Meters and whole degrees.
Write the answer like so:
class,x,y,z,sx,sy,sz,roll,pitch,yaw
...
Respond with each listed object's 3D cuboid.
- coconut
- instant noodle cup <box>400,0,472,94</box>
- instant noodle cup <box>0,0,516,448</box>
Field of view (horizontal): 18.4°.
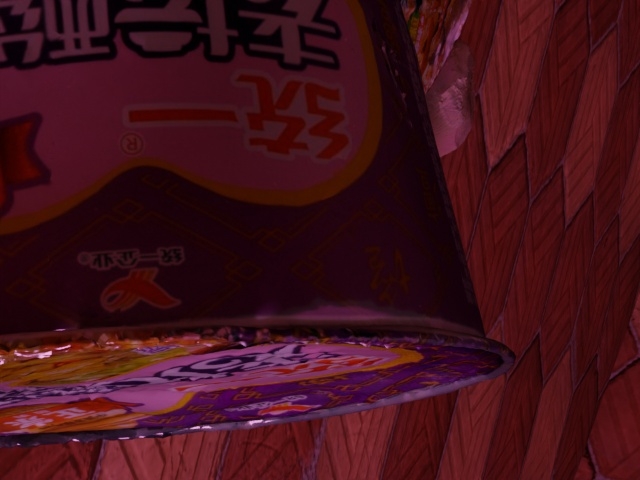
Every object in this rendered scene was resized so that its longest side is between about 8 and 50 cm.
class,x,y,z,sx,sy,sz,roll,pitch,yaw
coconut,0.080,-0.120,1.685,0.124,0.110,0.110,-69,162,-44
instant noodle cup,-0.007,-0.200,1.217,0.230,0.182,0.230,19,90,-74
instant noodle cup,-0.099,-0.058,0.827,0.340,0.340,0.266,24,59,-72
